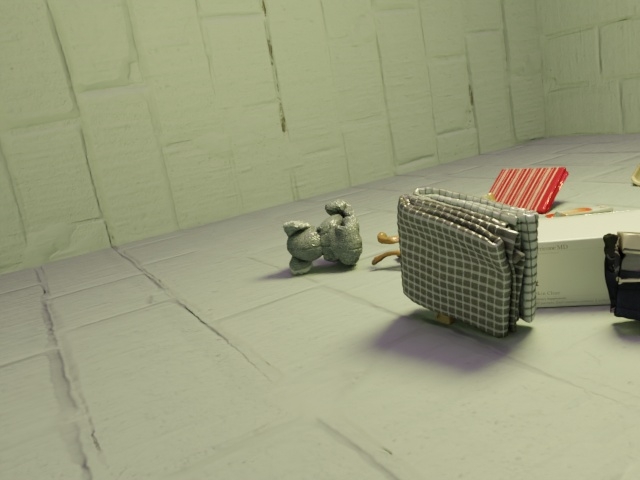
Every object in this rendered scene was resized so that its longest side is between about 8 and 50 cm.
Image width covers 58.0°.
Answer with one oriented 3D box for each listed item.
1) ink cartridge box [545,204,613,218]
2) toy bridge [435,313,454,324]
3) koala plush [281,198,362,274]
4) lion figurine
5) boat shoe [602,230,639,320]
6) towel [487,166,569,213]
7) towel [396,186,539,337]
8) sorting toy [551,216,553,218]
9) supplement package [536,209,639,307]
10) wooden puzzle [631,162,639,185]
[{"bbox_3d":[0.805,-0.091,1.808,0.145,0.045,0.179,-9,15,2],"label":"ink cartridge box"},{"bbox_3d":[0.316,0.134,1.240,0.188,0.026,0.063,-17,14,-29],"label":"toy bridge"},{"bbox_3d":[0.000,0.000,1.720,0.221,0.196,0.203,-8,22,-8],"label":"koala plush"},{"bbox_3d":[0.352,-0.006,1.651,0.392,0.142,0.240,-35,32,-30],"label":"lion figurine"},{"bbox_3d":[0.665,0.072,0.990,0.340,0.158,0.127,4,5,20],"label":"boat shoe"},{"bbox_3d":[0.725,-0.178,2.063,0.274,0.031,0.199,8,59,55],"label":"towel"},{"bbox_3d":[0.273,0.039,1.126,0.121,0.235,0.283,-25,31,-32],"label":"towel"},{"bbox_3d":[0.625,-0.024,1.577,0.083,0.075,0.044,-21,17,-39],"label":"sorting toy"},{"bbox_3d":[0.569,0.034,1.214,0.261,0.145,0.204,-6,13,20],"label":"supplement package"},{"bbox_3d":[1.351,-0.279,2.122,0.347,0.081,0.322,-1,15,35],"label":"wooden puzzle"}]
